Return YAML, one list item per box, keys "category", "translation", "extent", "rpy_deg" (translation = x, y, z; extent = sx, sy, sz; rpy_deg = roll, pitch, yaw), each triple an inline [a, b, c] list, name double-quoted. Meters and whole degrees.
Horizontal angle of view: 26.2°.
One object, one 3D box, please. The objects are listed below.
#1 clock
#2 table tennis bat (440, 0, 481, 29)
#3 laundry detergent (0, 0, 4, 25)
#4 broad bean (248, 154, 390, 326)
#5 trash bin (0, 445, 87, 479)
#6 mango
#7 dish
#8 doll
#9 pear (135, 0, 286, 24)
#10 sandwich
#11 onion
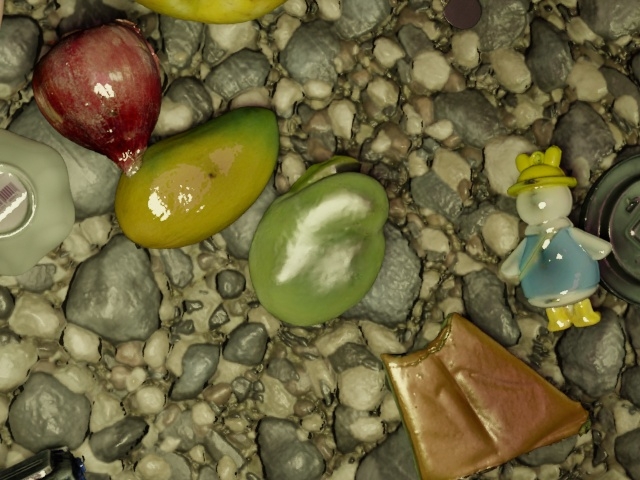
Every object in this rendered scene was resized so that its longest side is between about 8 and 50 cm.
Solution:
- category: "clock"
  translation: [0.453, -0.014, 1.858]
  extent: [0.215, 0.042, 0.215]
  rpy_deg: [0, 90, -9]
- category: "table tennis bat"
  translation: [0.176, -0.315, 1.831]
  extent: [0.083, 0.007, 0.050]
  rpy_deg: [31, 85, -9]
- category: "laundry detergent"
  translation: [-0.457, -0.409, 1.679]
  extent: [0.159, 0.088, 0.335]
  rpy_deg: [3, 87, -45]
- category: "broad bean"
  translation: [0.000, 0.000, 1.759]
  extent: [0.169, 0.100, 0.228]
  rpy_deg: [15, 89, -2]
- category: "trash bin"
  translation: [-0.324, 0.389, 1.668]
  extent: [0.162, 0.184, 0.234]
  rpy_deg: [-24, 99, -7]
- category: "mango"
  translation: [-0.149, -0.075, 1.738]
  extent: [0.237, 0.091, 0.137]
  rpy_deg: [-24, 99, -8]
- category: "dish"
  translation: [-0.399, -0.049, 1.708]
  extent: [0.191, 0.066, 0.190]
  rpy_deg: [0, 90, -9]
- category: "doll"
  translation: [0.305, -0.003, 1.803]
  extent: [0.099, 0.135, 0.241]
  rpy_deg: [-7, 86, -27]
- category: "pear"
  translation: [-0.134, -0.452, 1.612]
  extent: [0.362, 0.362, 0.418]
  rpy_deg: [7, 63, -9]
- category: "sandwich"
  translation: [0.217, 0.191, 1.809]
  extent: [0.245, 0.063, 0.212]
  rpy_deg: [-19, 91, -10]
- category: "onion"
  translation: [-0.263, -0.168, 1.686]
  extent: [0.159, 0.159, 0.195]
  rpy_deg: [-23, 88, -9]
